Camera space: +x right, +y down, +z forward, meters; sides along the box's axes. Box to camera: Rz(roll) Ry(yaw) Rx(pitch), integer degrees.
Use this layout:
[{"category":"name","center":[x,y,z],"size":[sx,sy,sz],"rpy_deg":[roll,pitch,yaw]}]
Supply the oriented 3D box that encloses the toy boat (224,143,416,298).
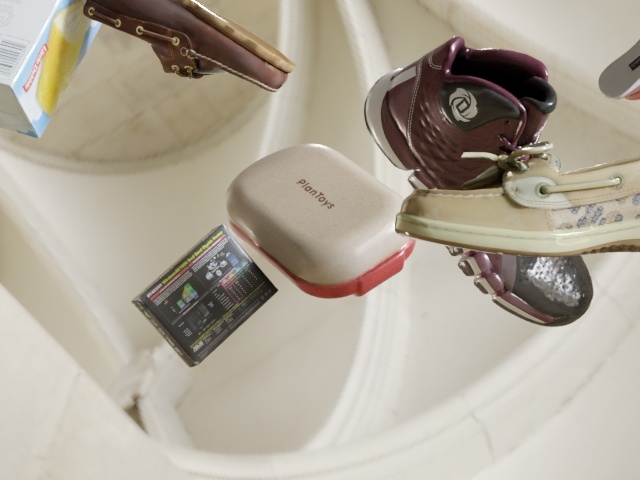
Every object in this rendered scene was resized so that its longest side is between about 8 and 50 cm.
[{"category":"toy boat","center":[0.000,0.000,1.320],"size":[0.151,0.151,0.231],"rpy_deg":[-31,-134,-22]}]

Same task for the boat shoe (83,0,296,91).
[{"category":"boat shoe","center":[-0.119,-0.181,1.077],"size":[0.073,0.207,0.073],"rpy_deg":[-59,162,7]}]

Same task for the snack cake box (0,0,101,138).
[{"category":"snack cake box","center":[-0.286,-0.242,1.141],"size":[0.152,0.089,0.264],"rpy_deg":[16,-114,14]}]

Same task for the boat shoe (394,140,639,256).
[{"category":"boat shoe","center":[0.195,-0.037,0.906],"size":[0.285,0.089,0.104],"rpy_deg":[-2,-174,-8]}]

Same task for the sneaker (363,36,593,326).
[{"category":"sneaker","center":[0.169,-0.055,1.039],"size":[0.106,0.281,0.162],"rpy_deg":[-46,-174,-38]}]

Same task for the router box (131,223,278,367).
[{"category":"router box","center":[-0.118,0.057,1.242],"size":[0.122,0.092,0.038],"rpy_deg":[-42,-171,-21]}]

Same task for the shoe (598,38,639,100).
[{"category":"shoe","center":[0.473,-0.255,1.680],"size":[0.178,0.063,0.081],"rpy_deg":[-38,159,32]}]
